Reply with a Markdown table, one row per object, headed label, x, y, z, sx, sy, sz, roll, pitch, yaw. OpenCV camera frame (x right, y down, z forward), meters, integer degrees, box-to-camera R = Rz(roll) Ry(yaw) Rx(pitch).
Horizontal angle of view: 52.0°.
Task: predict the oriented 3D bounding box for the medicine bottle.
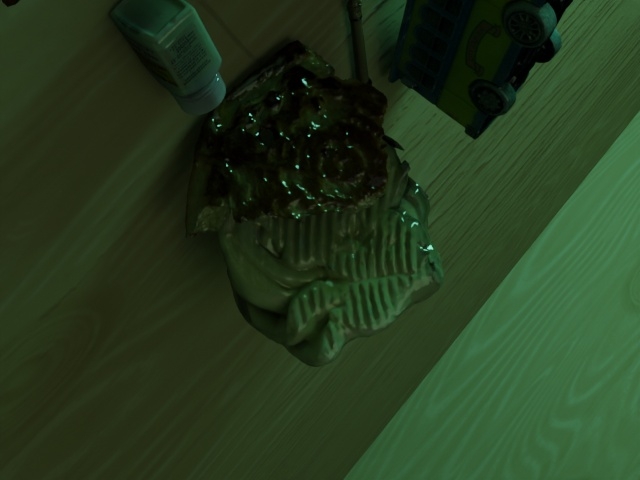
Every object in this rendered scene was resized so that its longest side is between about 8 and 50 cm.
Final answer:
| label | x | y | z | sx | sy | sz | roll | pitch | yaw |
| --- | --- | --- | --- | --- | --- | --- | --- | --- | --- |
| medicine bottle | -0.134 | -0.174 | 0.615 | 0.055 | 0.074 | 0.118 | -49 | 152 | -11 |

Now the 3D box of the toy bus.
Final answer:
| label | x | y | z | sx | sy | sz | roll | pitch | yaw |
| --- | --- | --- | --- | --- | --- | --- | --- | --- | --- |
| toy bus | 0.211 | -0.289 | 0.827 | 0.152 | 0.190 | 0.312 | -49 | 168 | -19 |

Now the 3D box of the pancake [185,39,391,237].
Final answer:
| label | x | y | z | sx | sy | sz | roll | pitch | yaw |
| --- | --- | --- | --- | --- | --- | --- | --- | --- | --- |
| pancake | -0.042 | -0.121 | 0.750 | 0.257 | 0.212 | 0.056 | -10 | 171 | -15 |

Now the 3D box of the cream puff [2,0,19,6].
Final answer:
| label | x | y | z | sx | sy | sz | roll | pitch | yaw |
| --- | --- | --- | --- | --- | --- | --- | --- | --- | --- |
| cream puff | -0.185 | -0.244 | 0.339 | 0.164 | 0.240 | 0.240 | -19 | 146 | -1 |

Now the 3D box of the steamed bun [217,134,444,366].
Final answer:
| label | x | y | z | sx | sy | sz | roll | pitch | yaw |
| --- | --- | --- | --- | --- | --- | --- | --- | --- | --- |
| steamed bun | 0.000 | 0.000 | 0.870 | 0.280 | 0.268 | 0.207 | -33 | -178 | -11 |

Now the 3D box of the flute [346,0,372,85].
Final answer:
| label | x | y | z | sx | sy | sz | roll | pitch | yaw |
| --- | --- | --- | --- | --- | --- | --- | --- | --- | --- |
| flute | 0.054 | -0.241 | 0.878 | 0.027 | 0.027 | 0.233 | -44 | 150 | -19 |
